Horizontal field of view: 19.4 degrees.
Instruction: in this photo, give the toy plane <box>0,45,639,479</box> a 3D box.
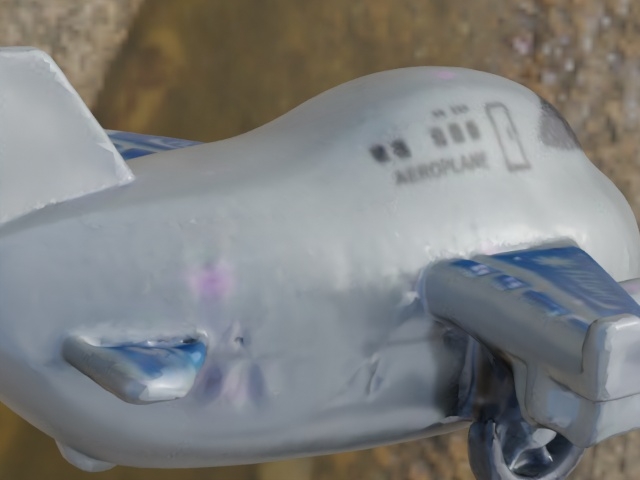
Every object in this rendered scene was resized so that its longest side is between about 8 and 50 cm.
[{"bbox_3d":[0.000,0.005,0.578,0.267,0.267,0.122,-8,111,-53],"label":"toy plane"}]
